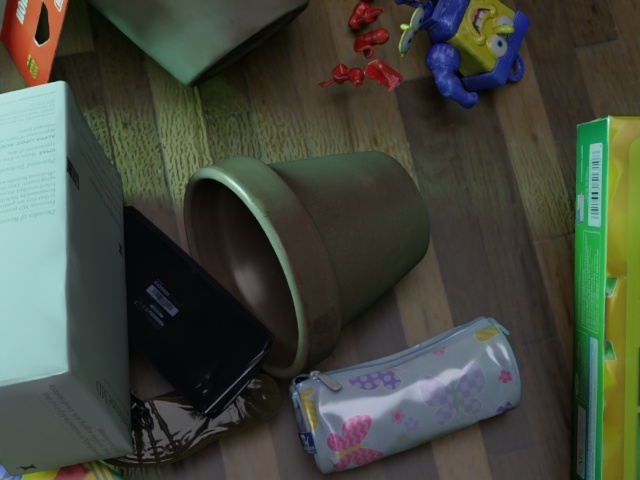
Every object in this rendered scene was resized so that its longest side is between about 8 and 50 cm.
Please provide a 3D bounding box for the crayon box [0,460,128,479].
[{"bbox_3d":[-0.342,0.319,1.477,0.318,0.081,0.202,31,75,8],"label":"crayon box"}]

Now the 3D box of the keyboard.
[{"bbox_3d":[-0.209,0.104,1.511,0.201,0.033,0.317,-44,54,-9],"label":"keyboard"}]

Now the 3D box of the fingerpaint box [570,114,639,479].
[{"bbox_3d":[0.486,0.084,1.469,0.371,0.163,0.445,0,92,-1],"label":"fingerpaint box"}]

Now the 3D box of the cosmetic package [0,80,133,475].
[{"bbox_3d":[-0.316,0.041,1.434,0.156,0.217,0.385,-13,58,5],"label":"cosmetic package"}]

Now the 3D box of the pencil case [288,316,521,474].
[{"bbox_3d":[0.098,0.180,1.513,0.273,0.113,0.124,-17,94,-7],"label":"pencil case"}]

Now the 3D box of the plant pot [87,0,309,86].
[{"bbox_3d":[-0.167,-0.357,1.590,0.323,0.323,0.280,-36,93,-11],"label":"plant pot"}]

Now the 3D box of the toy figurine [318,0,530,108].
[{"bbox_3d":[0.183,-0.293,1.676,0.217,0.191,0.363,34,65,-23],"label":"toy figurine"}]

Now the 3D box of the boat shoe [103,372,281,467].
[{"bbox_3d":[-0.156,0.214,1.518,0.223,0.073,0.080,-18,84,-9],"label":"boat shoe"}]

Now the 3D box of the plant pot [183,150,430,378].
[{"bbox_3d":[0.000,0.000,1.515,0.229,0.263,0.263,-23,75,-25],"label":"plant pot"}]

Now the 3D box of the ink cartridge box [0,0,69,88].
[{"bbox_3d":[-0.402,-0.320,1.567,0.060,0.275,0.239,-24,74,-29],"label":"ink cartridge box"}]
